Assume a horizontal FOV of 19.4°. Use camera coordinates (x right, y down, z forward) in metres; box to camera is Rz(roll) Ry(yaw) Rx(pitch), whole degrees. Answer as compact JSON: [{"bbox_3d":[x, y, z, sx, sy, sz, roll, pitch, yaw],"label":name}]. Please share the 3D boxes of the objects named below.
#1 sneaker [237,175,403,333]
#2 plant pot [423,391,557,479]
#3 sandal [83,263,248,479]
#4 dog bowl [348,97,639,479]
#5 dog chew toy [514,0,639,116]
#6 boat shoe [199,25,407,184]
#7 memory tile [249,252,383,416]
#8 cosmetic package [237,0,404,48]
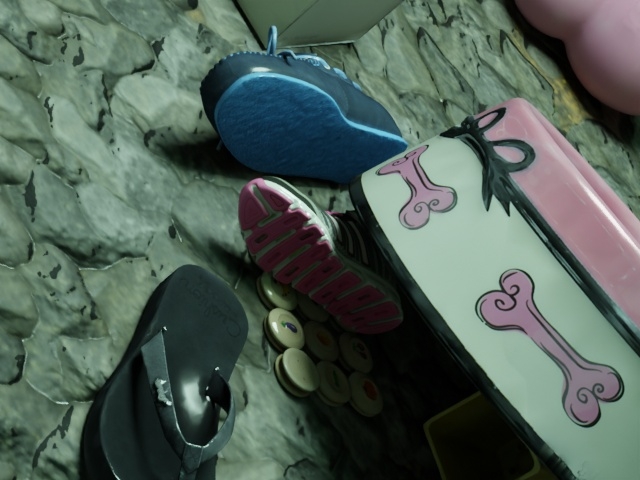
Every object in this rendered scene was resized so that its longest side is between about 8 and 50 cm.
[{"bbox_3d":[0.000,0.000,1.428,0.170,0.063,0.075,40,33,-28],"label":"sneaker"},{"bbox_3d":[0.145,0.168,1.459,0.083,0.081,0.081,25,39,-52],"label":"plant pot"},{"bbox_3d":[-0.093,0.098,1.232,0.097,0.054,0.254,38,34,-23],"label":"sandal"},{"bbox_3d":[0.209,0.061,1.451,0.408,0.150,0.408,47,9,-10],"label":"dog bowl"},{"bbox_3d":[0.303,-0.288,2.027,0.332,0.206,0.206,41,32,-5],"label":"dog chew toy"},{"bbox_3d":[-0.027,-0.105,1.508,0.089,0.109,0.258,59,14,24],"label":"boat shoe"},{"bbox_3d":[-0.003,0.062,1.430,0.113,0.012,0.148,21,43,-41],"label":"memory tile"},{"bbox_3d":[-0.049,-0.330,1.675,0.160,0.113,0.309,-11,68,-56],"label":"cosmetic package"}]
